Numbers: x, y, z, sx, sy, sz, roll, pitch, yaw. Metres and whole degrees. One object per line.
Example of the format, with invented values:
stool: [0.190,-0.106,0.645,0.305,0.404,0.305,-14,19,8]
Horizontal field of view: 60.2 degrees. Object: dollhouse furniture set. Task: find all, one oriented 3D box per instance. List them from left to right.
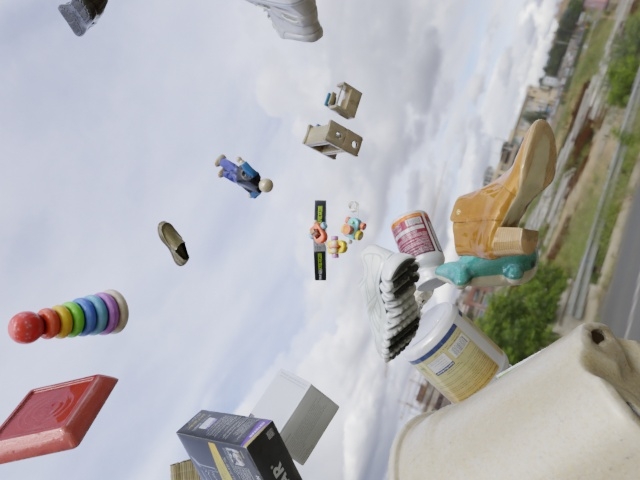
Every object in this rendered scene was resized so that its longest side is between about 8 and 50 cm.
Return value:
dollhouse furniture set: [0.056,-0.355,1.667,0.128,0.129,0.184,23,-99,-32]

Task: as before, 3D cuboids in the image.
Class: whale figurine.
whale figurine: [0.423,0.041,1.398,0.271,0.216,0.141,-13,-67,-22]

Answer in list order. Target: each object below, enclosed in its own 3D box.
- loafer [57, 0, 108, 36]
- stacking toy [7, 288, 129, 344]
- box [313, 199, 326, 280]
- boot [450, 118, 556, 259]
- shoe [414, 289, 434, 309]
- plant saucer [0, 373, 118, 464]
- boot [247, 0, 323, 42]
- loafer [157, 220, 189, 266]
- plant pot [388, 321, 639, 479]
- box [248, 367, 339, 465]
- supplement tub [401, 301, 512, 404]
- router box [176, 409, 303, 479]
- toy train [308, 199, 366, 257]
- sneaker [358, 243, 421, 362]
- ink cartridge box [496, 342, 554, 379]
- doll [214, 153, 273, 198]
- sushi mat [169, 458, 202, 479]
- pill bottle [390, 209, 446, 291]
loafer: [-0.546,-0.536,1.293,0.078,0.220,0.080,-43,-57,-23]
stacking toy: [-0.722,0.225,1.583,0.330,0.141,0.141,-4,-69,-59]
box: [0.000,0.000,1.769,0.184,0.045,0.191,-92,0,-46]
boot: [0.378,-0.106,1.185,0.104,0.211,0.296,14,-95,-30]
shoe: [0.280,0.222,1.718,0.076,0.058,0.219,28,-69,-42]
plant saucer: [-0.666,0.426,1.357,0.258,0.258,0.048,-84,-22,-68]
boot: [-0.101,-0.454,1.063,0.095,0.258,0.123,-42,-39,-15]
loafer: [-0.429,0.006,1.635,0.056,0.050,0.148,-44,-68,-45]
plant pot: [0.309,0.281,0.693,0.306,0.333,0.334,-54,-9,29]
box: [-0.078,0.467,1.481,0.119,0.181,0.182,43,-108,-25]
supplement tub: [0.430,0.370,1.699,0.228,0.316,0.228,-46,3,3]
router box: [-0.137,0.502,1.126,0.081,0.242,0.309,-36,-71,-43]
toy train: [0.036,-0.027,1.400,0.166,0.125,0.046,-36,-21,30]
sneaker: [0.139,0.132,1.159,0.110,0.118,0.292,-30,-48,-33]
ink cartridge box: [0.545,0.330,1.233,0.188,0.255,0.097,-38,6,24]
doll: [-0.197,-0.167,1.431,0.046,0.188,0.129,-42,-37,-30]
sushi mat: [-0.320,0.748,1.479,0.151,0.019,0.317,0,-105,-36]
pill bottle: [0.294,0.030,1.626,0.121,0.121,0.221,63,-170,-64]
